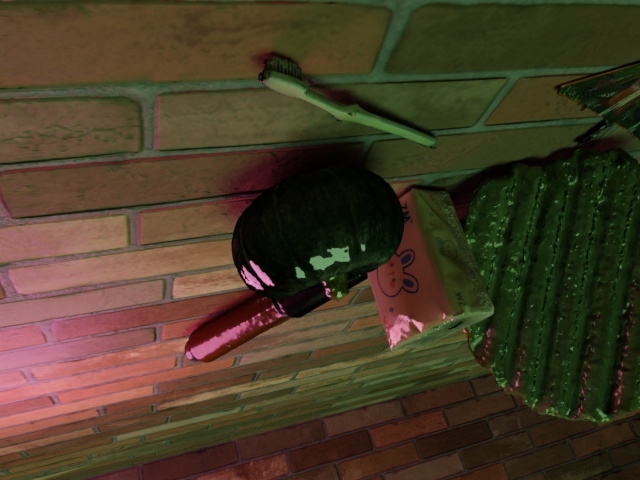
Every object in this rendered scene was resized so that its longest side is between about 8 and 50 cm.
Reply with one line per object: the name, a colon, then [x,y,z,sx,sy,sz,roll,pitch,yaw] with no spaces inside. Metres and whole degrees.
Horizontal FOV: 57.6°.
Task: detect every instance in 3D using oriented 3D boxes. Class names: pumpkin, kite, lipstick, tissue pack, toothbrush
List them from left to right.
lipstick: [-0.091,0.119,1.002,0.418,0.077,0.077,-31,153,31]
pumpkin: [-0.001,-0.002,0.706,0.211,0.152,0.212,-12,160,-4]
toothbrush: [0.045,-0.131,0.610,0.026,0.028,0.294,-9,166,40]
tissue pack: [0.143,0.042,0.845,0.092,0.196,0.148,5,149,-38]
kite: [0.435,-0.192,0.762,0.321,0.016,0.234,6,147,-43]

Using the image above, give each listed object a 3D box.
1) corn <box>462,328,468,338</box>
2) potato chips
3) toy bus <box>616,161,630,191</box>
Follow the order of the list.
corn: [0.523,0.143,1.398,0.387,0.144,0.144,-20,156,3]
potato chips: [0.374,0.075,0.882,0.358,0.430,0.070,4,-169,2]
toy bus: [0.526,-0.057,1.012,0.090,0.112,0.274,-23,157,30]
